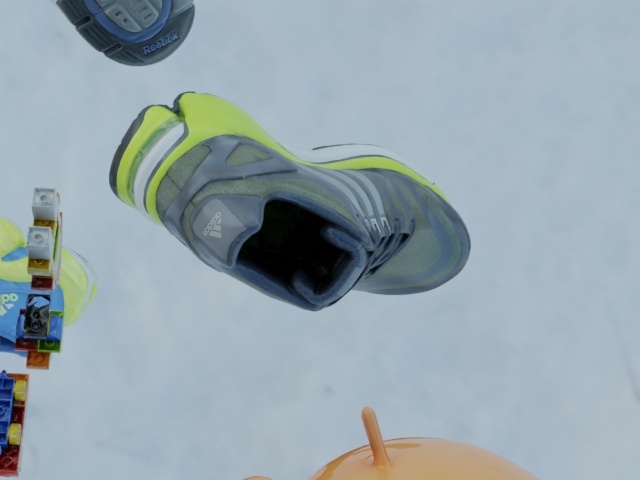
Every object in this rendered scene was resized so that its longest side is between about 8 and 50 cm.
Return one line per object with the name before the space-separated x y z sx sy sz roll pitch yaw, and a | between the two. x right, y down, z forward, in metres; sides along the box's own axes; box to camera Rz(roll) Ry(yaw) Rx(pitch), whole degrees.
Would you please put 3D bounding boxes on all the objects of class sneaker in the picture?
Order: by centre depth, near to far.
sneaker | 0.000 0.000 1.281 0.300 0.121 0.111 12 119 -46
sneaker | -0.218 -0.251 1.473 0.111 0.129 0.297 -39 103 -6
sneaker | -0.327 0.029 1.762 0.240 0.091 0.126 23 66 11

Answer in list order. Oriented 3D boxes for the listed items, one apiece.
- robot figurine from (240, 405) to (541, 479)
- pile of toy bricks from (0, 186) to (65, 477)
robot figurine | 0.032 0.163 0.709 0.128 0.158 0.219 2 127 -14
pile of toy bricks | -0.233 0.072 1.348 0.118 0.105 0.212 4 61 0
